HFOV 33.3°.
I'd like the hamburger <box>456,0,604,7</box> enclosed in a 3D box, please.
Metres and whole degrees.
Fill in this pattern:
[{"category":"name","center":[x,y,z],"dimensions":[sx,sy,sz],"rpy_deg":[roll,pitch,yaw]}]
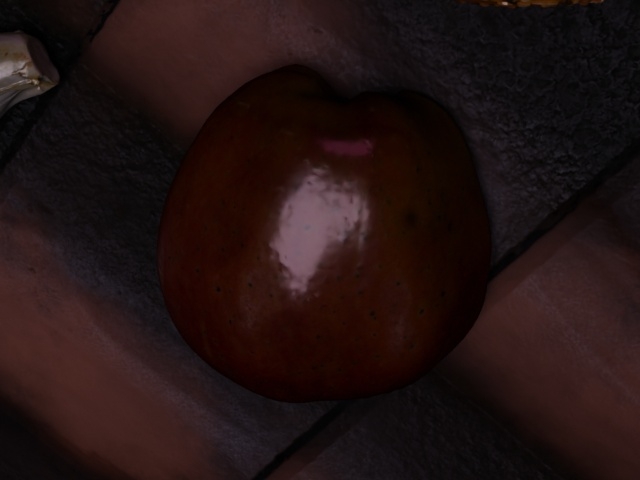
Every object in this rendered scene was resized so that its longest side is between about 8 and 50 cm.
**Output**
[{"category":"hamburger","center":[0.183,-0.284,0.831],"dimensions":[0.300,0.300,0.176],"rpy_deg":[-5,122,20]}]

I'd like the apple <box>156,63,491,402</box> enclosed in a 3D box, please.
[{"category":"apple","center":[0.000,0.000,1.141],"dimensions":[0.328,0.295,0.365],"rpy_deg":[-6,123,-22]}]

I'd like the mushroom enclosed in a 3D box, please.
[{"category":"mushroom","center":[-0.434,-0.119,1.233],"dimensions":[0.123,0.095,0.351],"rpy_deg":[35,124,-26]}]
